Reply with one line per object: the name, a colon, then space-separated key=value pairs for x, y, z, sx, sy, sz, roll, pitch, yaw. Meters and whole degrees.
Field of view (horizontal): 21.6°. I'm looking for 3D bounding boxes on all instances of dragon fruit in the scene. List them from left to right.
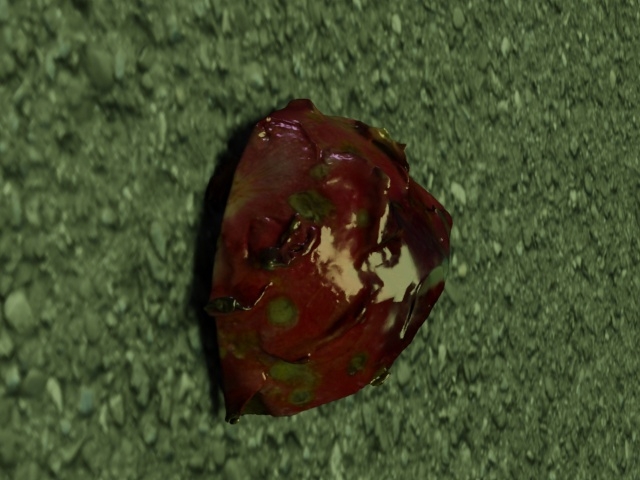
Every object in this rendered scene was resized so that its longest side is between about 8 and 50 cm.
dragon fruit: x=0.008 y=-0.004 z=1.198 sx=0.161 sy=0.126 sz=0.274 roll=64 pitch=38 yaw=-39
